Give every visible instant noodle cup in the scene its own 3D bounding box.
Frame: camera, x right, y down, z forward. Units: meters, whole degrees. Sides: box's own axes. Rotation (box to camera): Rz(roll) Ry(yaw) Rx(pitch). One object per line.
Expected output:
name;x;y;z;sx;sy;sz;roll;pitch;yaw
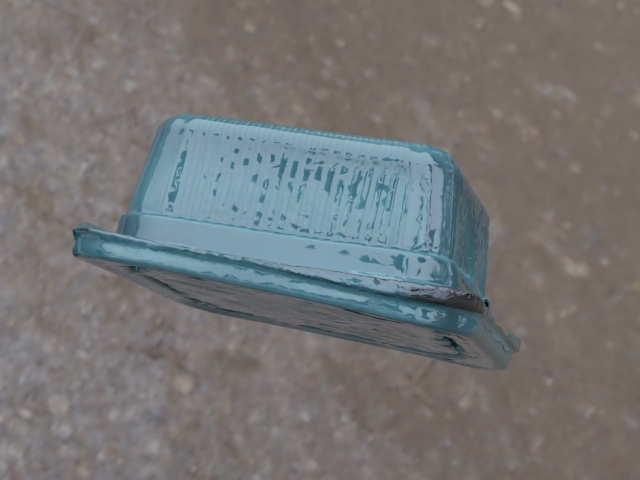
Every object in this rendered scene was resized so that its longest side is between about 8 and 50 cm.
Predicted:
instant noodle cup;0.000;0.000;0.709;0.157;0.070;0.179;9;-6;13
